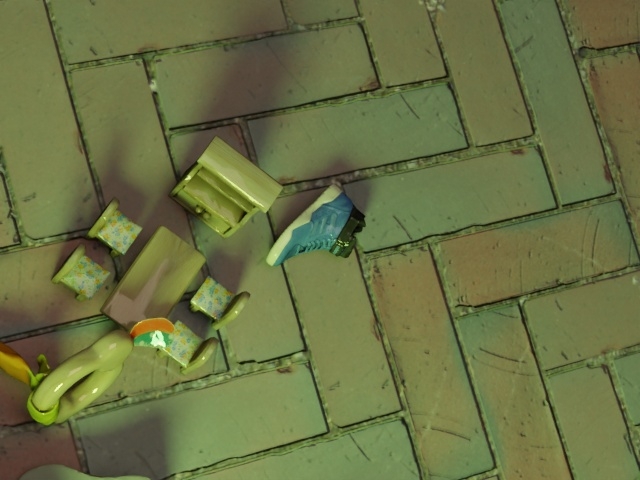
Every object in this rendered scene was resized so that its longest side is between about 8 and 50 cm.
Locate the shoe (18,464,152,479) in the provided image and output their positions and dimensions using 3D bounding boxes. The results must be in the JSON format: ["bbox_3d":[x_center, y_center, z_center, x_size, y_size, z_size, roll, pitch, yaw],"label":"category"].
[{"bbox_3d":[-0.275,0.319,1.830,0.178,0.081,0.063,2,60,9],"label":"shoe"}]

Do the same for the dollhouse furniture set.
[{"bbox_3d":[-0.175,0.011,1.893,0.212,0.161,0.242,37,66,-9],"label":"dollhouse furniture set"}]

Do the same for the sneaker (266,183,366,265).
[{"bbox_3d":[0.000,0.000,2.021,0.084,0.058,0.152,43,59,3],"label":"sneaker"}]

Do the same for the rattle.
[{"bbox_3d":[-0.291,0.121,1.838,0.199,0.130,0.143,-44,56,5],"label":"rattle"}]
